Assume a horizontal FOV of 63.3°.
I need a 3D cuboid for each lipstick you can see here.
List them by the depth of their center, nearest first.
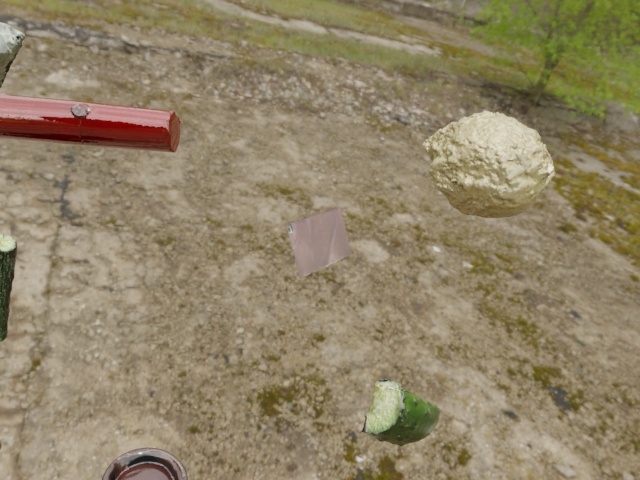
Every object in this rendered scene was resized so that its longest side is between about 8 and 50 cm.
[{"bbox_3d":[-0.363,-0.180,0.800,0.280,0.073,0.073,5,29,0],"label":"lipstick"}]

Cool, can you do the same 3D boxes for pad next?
[{"bbox_3d":[0.000,0.000,1.089,0.006,0.113,0.188,-10,7,39],"label":"pad"}]

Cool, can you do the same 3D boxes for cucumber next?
[{"bbox_3d":[-0.546,0.079,0.866,0.058,0.186,0.058,16,18,-5],"label":"cucumber"},{"bbox_3d":[0.225,0.452,1.303,0.105,0.145,0.325,12,-17,36],"label":"cucumber"}]

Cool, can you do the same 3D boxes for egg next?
[{"bbox_3d":[0.184,-0.083,0.577,0.118,0.116,0.140,2,22,-38],"label":"egg"}]

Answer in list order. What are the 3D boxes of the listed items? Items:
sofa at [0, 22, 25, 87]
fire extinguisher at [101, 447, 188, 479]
[{"bbox_3d":[-0.435,-0.208,0.478,0.176,0.210,0.225,-36,95,-47],"label":"sofa"},{"bbox_3d":[-0.261,0.434,0.674,0.138,0.343,0.102,-6,32,-40],"label":"fire extinguisher"}]
